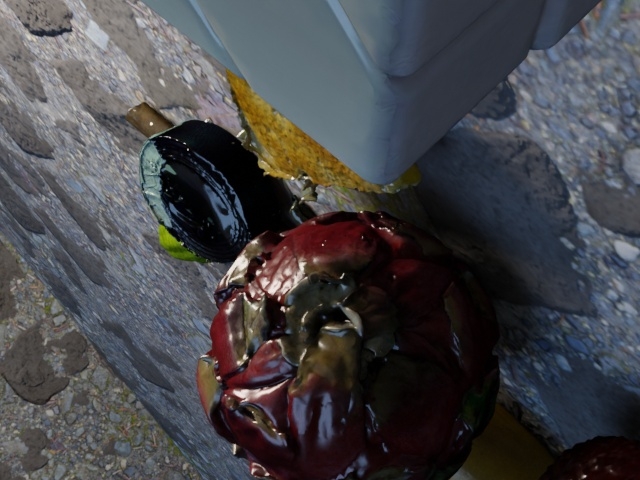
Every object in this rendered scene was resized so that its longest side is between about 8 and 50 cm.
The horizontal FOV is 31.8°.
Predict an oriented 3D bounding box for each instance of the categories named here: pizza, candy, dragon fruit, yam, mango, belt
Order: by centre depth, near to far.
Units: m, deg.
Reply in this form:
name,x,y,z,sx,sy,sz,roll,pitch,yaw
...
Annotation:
name,x,y,z,sx,sy,sz,roll,pitch,yaw
pizza,-0.031,-0.142,1.130,0.280,0.075,0.287,52,161,-3
dragon fruit,0.035,0.128,1.171,0.329,0.329,0.329,39,158,19
mango,0.146,0.235,1.377,0.359,0.144,0.187,28,165,27
yam,0.000,0.000,1.379,0.129,0.027,0.033,50,157,-7
belt,-0.143,-0.062,1.409,0.198,0.078,0.151,45,134,9
yam,-0.131,-0.072,1.476,0.327,0.045,0.045,41,-171,15
candy,-0.187,-0.012,1.623,0.097,0.097,0.209,51,161,-13

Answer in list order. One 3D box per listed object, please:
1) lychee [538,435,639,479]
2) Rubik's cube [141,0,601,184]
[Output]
name,x,y,z,sx,sy,sz,roll,pitch,yaw
lychee,0.310,0.311,1.070,0.260,0.260,0.260,39,158,19
Rubik's cube,0.021,-0.278,0.441,0.322,0.316,0.319,38,158,17
